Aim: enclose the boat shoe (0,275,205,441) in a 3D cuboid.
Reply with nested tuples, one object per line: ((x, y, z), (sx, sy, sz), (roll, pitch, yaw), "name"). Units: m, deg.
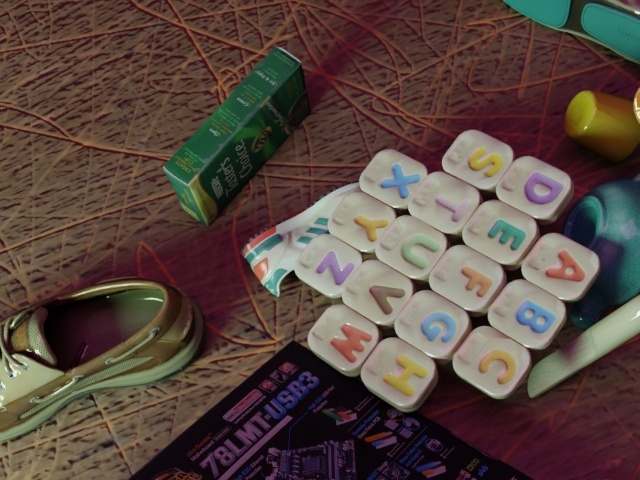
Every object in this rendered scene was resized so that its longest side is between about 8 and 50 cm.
((-0.283, 0.109, 1.381), (0.324, 0.120, 0.122), (-21, 64, -1), "boat shoe")

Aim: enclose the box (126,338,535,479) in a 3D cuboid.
((0.010, 0.244, 1.218), (0.293, 0.073, 0.295), (27, 36, 20), "box")

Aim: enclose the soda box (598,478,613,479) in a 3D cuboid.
((0.214, 0.346, 1.216), (0.092, 0.083, 0.263), (35, 75, 21), "soda box")

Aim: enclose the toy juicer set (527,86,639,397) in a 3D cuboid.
((0.309, -0.006, 1.310), (0.089, 0.209, 0.329), (18, 74, -24), "toy juicer set")

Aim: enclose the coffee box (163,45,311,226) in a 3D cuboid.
((-0.086, -0.110, 1.458), (0.040, 0.113, 0.184), (36, 74, 19), "coffee box")

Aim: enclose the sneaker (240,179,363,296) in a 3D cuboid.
((0.000, 0.000, 1.432), (0.161, 0.057, 0.075), (-30, 83, -8), "sneaker")

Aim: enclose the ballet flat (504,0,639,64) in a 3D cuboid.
((0.295, -0.267, 1.497), (0.248, 0.086, 0.086), (34, 75, 20), "ballet flat")

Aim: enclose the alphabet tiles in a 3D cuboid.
((0.117, 0.023, 1.327), (0.278, 0.021, 0.284), (31, 78, 32), "alphabet tiles")
